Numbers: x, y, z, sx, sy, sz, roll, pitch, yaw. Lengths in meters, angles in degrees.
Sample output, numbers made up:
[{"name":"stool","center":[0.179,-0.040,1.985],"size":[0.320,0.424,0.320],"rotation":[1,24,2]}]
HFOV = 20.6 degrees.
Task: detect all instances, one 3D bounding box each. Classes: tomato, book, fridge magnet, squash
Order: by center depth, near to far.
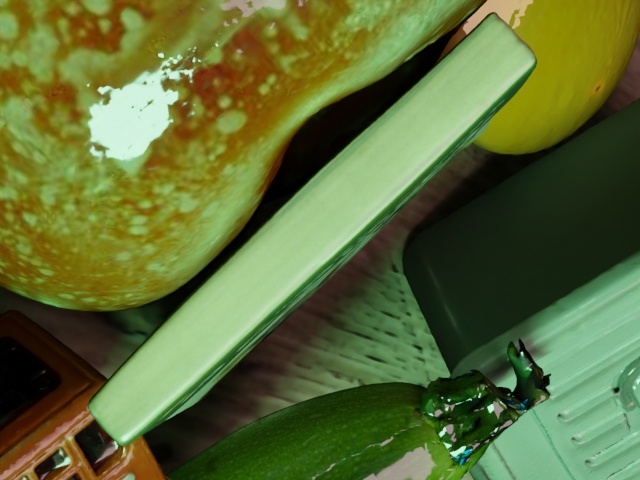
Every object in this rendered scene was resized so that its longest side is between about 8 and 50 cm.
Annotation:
[{"name":"tomato","center":[-0.063,-0.117,0.638],"size":[0.270,0.270,0.222],"rotation":[-41,90,-20]},{"name":"book","center":[0.000,0.000,0.742],"size":[0.202,0.264,0.027],"rotation":[-43,88,0]},{"name":"squash","center":[-0.040,0.140,0.817],"size":[0.331,0.087,0.087],"rotation":[-32,130,4]},{"name":"fridge magnet","center":[0.110,-0.113,0.908],"size":[0.143,0.063,0.143],"rotation":[-17,119,-33]}]

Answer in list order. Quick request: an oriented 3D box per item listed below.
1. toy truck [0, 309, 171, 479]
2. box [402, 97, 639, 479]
[{"name":"toy truck","center":[-0.186,0.147,0.733],"size":[0.252,0.107,0.114],"rotation":[-38,134,-22]},{"name":"box","center":[0.166,0.030,0.924],"size":[0.243,0.135,0.163],"rotation":[-32,129,5]}]
